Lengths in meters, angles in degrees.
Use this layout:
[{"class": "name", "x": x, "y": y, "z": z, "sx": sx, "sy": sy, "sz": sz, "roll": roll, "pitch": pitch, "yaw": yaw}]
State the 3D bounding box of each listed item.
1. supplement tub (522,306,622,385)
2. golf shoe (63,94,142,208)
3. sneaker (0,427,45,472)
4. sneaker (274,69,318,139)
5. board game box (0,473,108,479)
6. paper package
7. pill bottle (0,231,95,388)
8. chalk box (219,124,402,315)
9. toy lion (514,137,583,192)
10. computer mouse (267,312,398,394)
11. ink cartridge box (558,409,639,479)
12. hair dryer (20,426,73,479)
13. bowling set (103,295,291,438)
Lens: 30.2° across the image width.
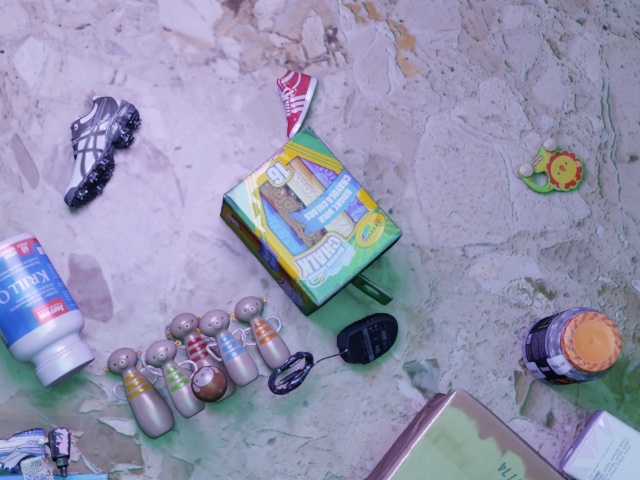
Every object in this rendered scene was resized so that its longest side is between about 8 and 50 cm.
[{"class": "supplement tub", "x": 0.399, "y": 0.168, "z": 1.877, "sx": 0.117, "sy": 0.190, "sz": 0.117, "roll": 1, "pitch": 80, "yaw": -6}, {"class": "golf shoe", "x": -0.370, "y": -0.144, "z": 1.900, "sx": 0.094, "sy": 0.077, "sz": 0.198, "roll": 26, "pitch": 71, "yaw": 9}, {"class": "sneaker", "x": -0.484, "y": 0.330, "z": 1.810, "sx": 0.135, "sy": 0.052, "sz": 0.058, "roll": -15, "pitch": 87, "yaw": -9}, {"class": "sneaker", "x": -0.052, "y": -0.227, "z": 1.963, "sx": 0.067, "sy": 0.042, "sz": 0.118, "roll": 21, "pitch": 71, "yaw": -7}, {"class": "board game box", "x": -0.429, "y": 0.435, "z": 1.799, "sx": 0.210, "sy": 0.047, "sz": 0.160, "roll": 1, "pitch": 80, "yaw": -7}, {"class": "paper package", "x": 0.228, "y": 0.440, "z": 1.822, "sx": 0.325, "sy": 0.168, "sz": 0.309, "roll": 40, "pitch": 77, "yaw": 1}, {"class": "pill bottle", "x": -0.439, "y": 0.109, "z": 1.815, "sx": 0.124, "sy": 0.124, "sz": 0.221, "roll": -32, "pitch": 86, "yaw": -11}, {"class": "chalk box", "x": 0.000, "y": 0.000, "z": 1.861, "sx": 0.179, "sy": 0.180, "sz": 0.289, "roll": -39, "pitch": 86, "yaw": -12}, {"class": "toy lion", "x": 0.393, "y": -0.118, "z": 2.009, "sx": 0.100, "sy": 0.034, "sz": 0.096, "roll": -45, "pitch": 96, "yaw": -12}, {"class": "computer mouse", "x": 0.019, "y": 0.178, "z": 1.886, "sx": 0.242, "sy": 0.041, "sz": 0.071, "roll": -22, "pitch": 117, "yaw": -22}, {"class": "ink cartridge box", "x": 0.514, "y": 0.378, "z": 1.819, "sx": 0.273, "sy": 0.197, "sz": 0.114, "roll": 32, "pitch": 89, "yaw": 12}, {"class": "hair dryer", "x": -0.426, "y": 0.438, "z": 1.752, "sx": 0.223, "sy": 0.080, "sz": 0.293, "roll": -21, "pitch": 78, "yaw": 5}, {"class": "bowling set", "x": -0.180, "y": 0.171, "z": 1.806, "sx": 0.287, "sy": 0.200, "sz": 0.154, "roll": -29, "pitch": 84, "yaw": -15}]
